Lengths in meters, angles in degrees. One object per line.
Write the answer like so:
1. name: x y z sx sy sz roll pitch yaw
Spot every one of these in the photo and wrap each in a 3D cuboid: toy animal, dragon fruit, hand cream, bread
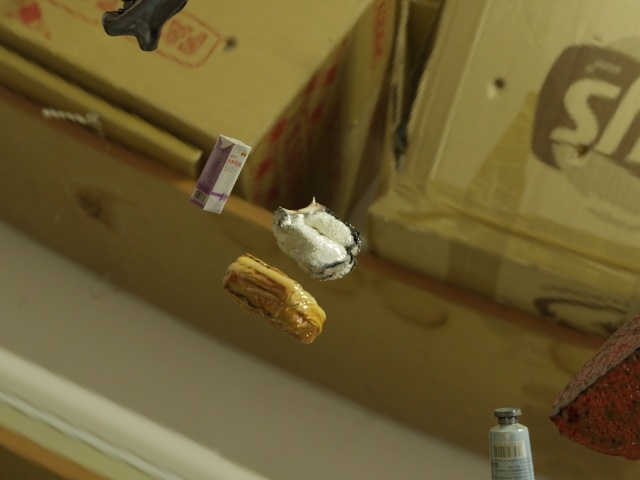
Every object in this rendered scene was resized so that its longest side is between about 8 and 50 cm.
1. toy animal: -0.200 -0.303 1.249 0.210 0.121 0.117 51 18 26
2. dragon fruit: 0.557 0.239 1.965 0.205 0.152 0.317 45 -66 -7
3. hand cream: 0.291 0.392 1.799 0.091 0.271 0.058 -5 -3 17
4. bread: -0.044 0.058 1.136 0.110 0.044 0.083 30 -15 28

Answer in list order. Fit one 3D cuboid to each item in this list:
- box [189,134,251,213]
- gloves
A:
1. box: -0.154 -0.102 1.826 0.036 0.117 0.050 30 6 29
2. gloves: -0.001 0.003 1.812 0.153 0.114 0.070 44 -43 40
